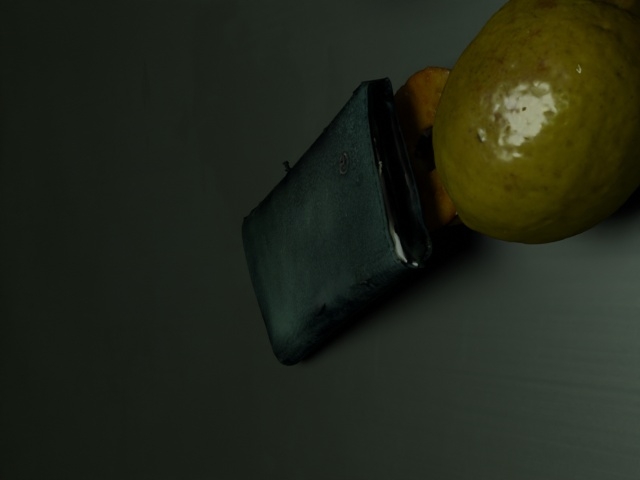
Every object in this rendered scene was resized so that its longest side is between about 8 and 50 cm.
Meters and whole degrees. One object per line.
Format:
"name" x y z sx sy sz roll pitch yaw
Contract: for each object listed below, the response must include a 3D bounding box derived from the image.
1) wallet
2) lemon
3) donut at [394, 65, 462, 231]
"wallet" 0.000 0.000 0.995 0.379 0.046 0.190 134 127 -61
"lemon" 0.172 -0.096 0.716 0.170 0.170 0.207 54 127 37
"donut" 0.114 -0.082 0.885 0.152 0.058 0.151 4 95 53
